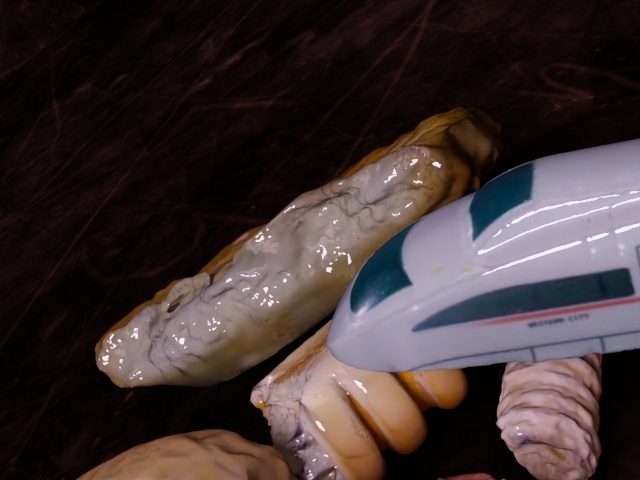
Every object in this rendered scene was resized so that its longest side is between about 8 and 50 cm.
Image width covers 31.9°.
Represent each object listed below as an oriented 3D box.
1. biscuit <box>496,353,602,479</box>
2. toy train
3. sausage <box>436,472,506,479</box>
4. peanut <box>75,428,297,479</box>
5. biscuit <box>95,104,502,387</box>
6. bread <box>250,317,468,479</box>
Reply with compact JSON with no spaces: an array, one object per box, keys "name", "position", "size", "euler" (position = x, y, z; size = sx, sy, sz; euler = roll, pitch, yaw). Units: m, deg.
[{"name":"biscuit","position":[0.133,0.048,0.643],"size":[0.055,0.061,0.219],"euler":[-45,18,35]},{"name":"toy train","position":[0.183,-0.008,0.538],"size":[0.407,0.088,0.086],"euler":[-11,34,18]},{"name":"sausage","position":[0.058,0.165,0.440],"size":[0.078,0.078,0.304],"euler":[-29,4,17]},{"name":"peanut","position":[-0.140,0.203,0.627],"size":[0.291,0.143,0.159],"euler":[-33,41,4]},{"name":"biscuit","position":[0.000,0.000,0.803],"size":[0.329,0.078,0.335],"euler":[-38,6,-23]},{"name":"bread","position":[0.037,0.081,0.672],"size":[0.177,0.084,0.119],"euler":[-43,8,-14]}]
